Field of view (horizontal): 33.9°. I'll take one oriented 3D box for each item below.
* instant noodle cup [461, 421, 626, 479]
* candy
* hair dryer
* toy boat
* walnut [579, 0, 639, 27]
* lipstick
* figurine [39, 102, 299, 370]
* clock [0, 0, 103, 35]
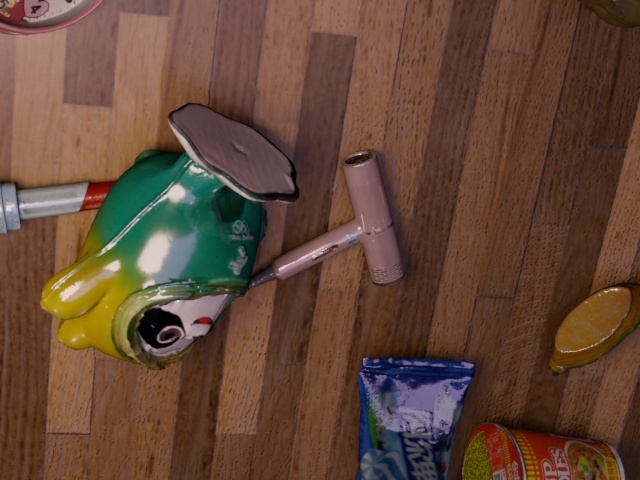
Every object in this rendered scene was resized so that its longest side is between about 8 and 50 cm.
[{"bbox_3d":[0.359,0.383,1.673,0.212,0.193,0.193,4,112,-23],"label":"instant noodle cup"},{"bbox_3d":[0.137,0.318,1.639,0.187,0.077,0.331,0,115,-11],"label":"candy"},{"bbox_3d":[-0.006,-0.010,1.488,0.220,0.053,0.195,-14,114,1],"label":"hair dryer"},{"bbox_3d":[0.439,0.126,1.629,0.229,0.089,0.088,-42,152,8],"label":"toy boat"},{"bbox_3d":[0.402,-0.416,1.286,0.282,0.253,0.277,-39,116,3],"label":"walnut"},{"bbox_3d":[-0.396,-0.045,1.370,0.274,0.061,0.068,-8,103,-15],"label":"lipstick"},{"bbox_3d":[-0.194,0.008,1.352,0.340,0.231,0.324,-52,155,21],"label":"figurine"},{"bbox_3d":[-0.330,-0.351,1.213,0.244,0.056,0.244,-25,135,-27],"label":"clock"}]
